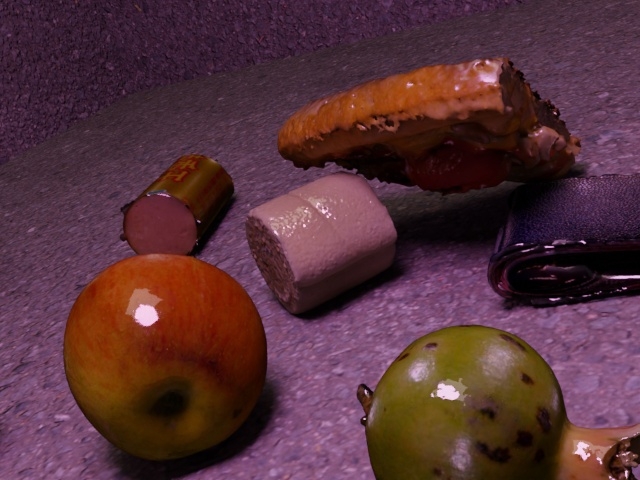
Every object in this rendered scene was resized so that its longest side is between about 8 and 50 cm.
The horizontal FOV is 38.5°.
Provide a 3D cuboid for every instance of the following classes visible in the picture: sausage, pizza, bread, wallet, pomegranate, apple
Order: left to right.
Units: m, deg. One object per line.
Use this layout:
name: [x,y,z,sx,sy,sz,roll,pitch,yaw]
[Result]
apple: [-0.148,0.113,0.877,0.196,0.196,0.196,-17,20,6]
sausage: [-0.214,-0.076,1.528,0.125,0.117,0.317,9,26,8]
bread: [0.000,0.000,1.096,0.141,0.134,0.148,-25,-15,-19]
pizza: [0.181,-0.110,1.118,0.406,0.130,0.440,7,-4,-29]
pomegranate: [0.134,0.136,0.632,0.220,0.156,0.156,1,22,3]
wallet: [0.320,-0.012,0.977,0.262,0.071,0.221,-7,18,21]
